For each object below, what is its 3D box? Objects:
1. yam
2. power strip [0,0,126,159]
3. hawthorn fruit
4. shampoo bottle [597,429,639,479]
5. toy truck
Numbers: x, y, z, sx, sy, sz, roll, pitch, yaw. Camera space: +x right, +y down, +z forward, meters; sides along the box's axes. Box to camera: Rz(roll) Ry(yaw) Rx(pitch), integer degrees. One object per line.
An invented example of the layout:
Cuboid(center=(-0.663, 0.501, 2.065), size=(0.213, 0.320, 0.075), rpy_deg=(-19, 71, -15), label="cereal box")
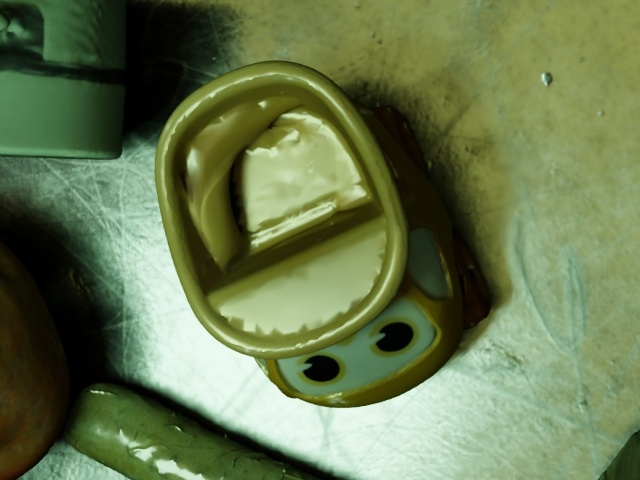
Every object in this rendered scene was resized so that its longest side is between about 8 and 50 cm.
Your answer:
Cuboid(center=(-0.051, 0.225, 1.552), size=(0.371, 0.083, 0.083), rpy_deg=(23, 98, 12), label="yam")
Cuboid(center=(-0.322, -0.148, 1.453), size=(0.357, 0.357, 0.162), rpy_deg=(3, 92, 13), label="power strip")
Cuboid(center=(-0.360, 0.084, 1.530), size=(0.276, 0.277, 0.298), rpy_deg=(-2, 71, 13), label="hawthorn fruit")
Cuboid(center=(0.228, 0.325, 1.484), size=(0.125, 0.084, 0.350), rpy_deg=(35, 101, 39), label="shampoo bottle")
Cuboid(center=(0.000, 0.000, 1.462), size=(0.204, 0.211, 0.288), rpy_deg=(-24, 84, 14), label="toy truck")
